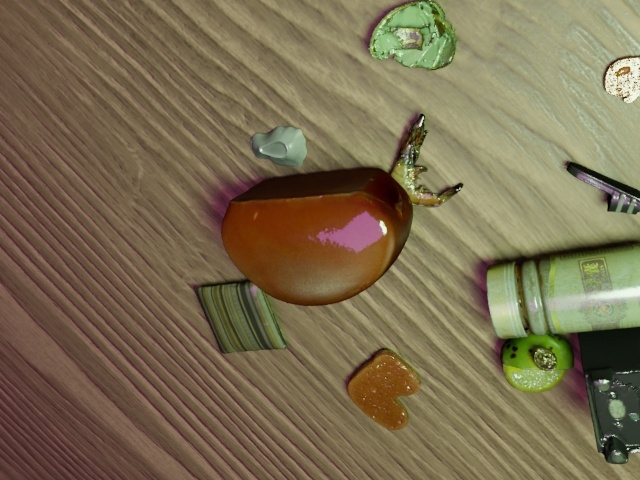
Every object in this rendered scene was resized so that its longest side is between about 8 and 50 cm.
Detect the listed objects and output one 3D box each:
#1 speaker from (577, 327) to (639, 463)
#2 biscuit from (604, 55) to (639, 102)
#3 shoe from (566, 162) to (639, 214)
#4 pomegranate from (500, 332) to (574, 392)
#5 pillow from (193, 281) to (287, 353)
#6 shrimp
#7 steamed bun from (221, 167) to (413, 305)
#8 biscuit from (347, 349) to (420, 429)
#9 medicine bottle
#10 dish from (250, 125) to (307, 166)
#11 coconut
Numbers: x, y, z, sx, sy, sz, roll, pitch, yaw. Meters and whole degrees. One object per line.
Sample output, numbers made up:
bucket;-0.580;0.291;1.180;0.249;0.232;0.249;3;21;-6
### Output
speaker;0.613;0.258;0.998;0.232;0.254;0.184;-12;106;25
biscuit;0.538;-0.277;0.935;0.091;0.015;0.078;8;116;19
shoe;0.529;-0.082;0.993;0.179;0.071;0.049;29;120;15
pomegranate;0.446;0.234;1.123;0.143;0.123;0.169;-2;146;17
pillow;-0.208;0.201;1.412;0.212;0.052;0.208;-9;111;27
shrimp;0.224;-0.151;1.098;0.147;0.035;0.195;23;126;14
steamed bun;0.000;0.000;1.138;0.378;0.235;0.249;-2;111;24
biscuit;0.171;0.373;1.345;0.186;0.036;0.192;40;120;-1
medicine bottle;0.495;0.097;1.033;0.322;0.151;0.151;-11;107;25
dish;-0.100;-0.205;1.203;0.137;0.039;0.091;5;114;18
coconut;0.181;-0.379;1.009;0.158;0.055;0.133;26;117;8
